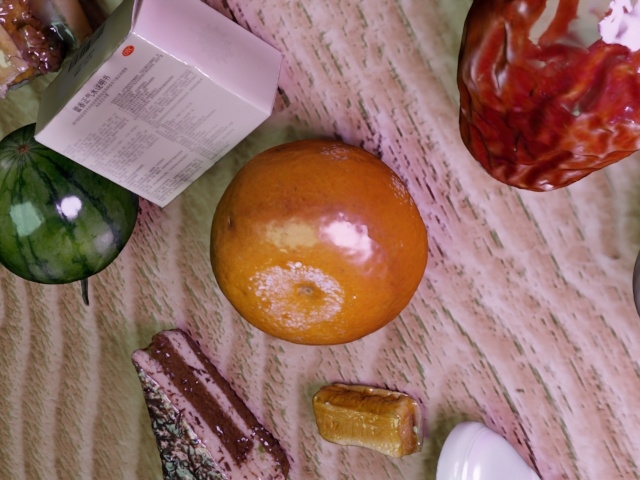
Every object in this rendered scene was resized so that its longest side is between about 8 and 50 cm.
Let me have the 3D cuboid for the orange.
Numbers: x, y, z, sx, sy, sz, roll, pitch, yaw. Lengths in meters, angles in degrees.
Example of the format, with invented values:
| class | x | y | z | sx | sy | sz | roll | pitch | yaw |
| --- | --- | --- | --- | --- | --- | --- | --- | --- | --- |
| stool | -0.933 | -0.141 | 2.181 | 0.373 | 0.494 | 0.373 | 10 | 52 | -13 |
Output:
| class | x | y | z | sx | sy | sz | roll | pitch | yaw |
| --- | --- | --- | --- | --- | --- | --- | --- | --- | --- |
| orange | 0.000 | 0.000 | 1.168 | 0.224 | 0.170 | 0.224 | 9 | 134 | 10 |

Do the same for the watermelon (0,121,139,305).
| class | x | y | z | sx | sy | sz | roll | pitch | yaw |
| --- | --- | --- | --- | --- | --- | --- | --- | --- | --- |
| watermelon | -0.300 | -0.038 | 1.357 | 0.188 | 0.188 | 0.215 | 20 | 152 | 25 |

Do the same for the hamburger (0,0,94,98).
| class | x | y | z | sx | sy | sz | roll | pitch | yaw |
| --- | --- | --- | --- | --- | --- | --- | --- | --- | --- |
| hamburger | -0.392 | -0.234 | 1.322 | 0.282 | 0.155 | 0.245 | 36 | 129 | 18 |

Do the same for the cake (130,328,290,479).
| class | x | y | z | sx | sy | sz | roll | pitch | yaw |
| --- | --- | --- | --- | --- | --- | --- | --- | --- | --- |
| cake | -0.128 | 0.227 | 1.440 | 0.135 | 0.112 | 0.246 | -4 | 107 | 26 |

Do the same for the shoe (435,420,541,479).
| class | x | y | z | sx | sy | sz | roll | pitch | yaw |
| --- | --- | --- | --- | --- | --- | --- | --- | --- | --- |
| shoe | 0.249 | 0.347 | 1.225 | 0.160 | 0.132 | 0.363 | -9 | 115 | 40 |

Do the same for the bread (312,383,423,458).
| class | x | y | z | sx | sy | sz | roll | pitch | yaw |
| --- | --- | --- | --- | --- | --- | --- | --- | --- | --- |
| bread | 0.053 | 0.203 | 1.330 | 0.132 | 0.053 | 0.074 | 3 | 114 | 35 |

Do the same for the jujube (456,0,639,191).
| class | x | y | z | sx | sy | sz | roll | pitch | yaw |
| --- | --- | --- | --- | --- | --- | --- | --- | --- | --- |
| jujube | 0.208 | -0.151 | 0.917 | 0.197 | 0.197 | 0.290 | 42 | 148 | 8 |

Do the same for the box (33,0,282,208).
| class | x | y | z | sx | sy | sz | roll | pitch | yaw |
| --- | --- | --- | --- | --- | --- | --- | --- | --- | --- |
| box | -0.169 | -0.148 | 1.201 | 0.168 | 0.095 | 0.212 | 28 | 139 | -27 |

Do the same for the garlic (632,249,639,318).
| class | x | y | z | sx | sy | sz | roll | pitch | yaw |
| --- | --- | --- | --- | --- | --- | --- | --- | --- | --- |
| garlic | 0.373 | 0.044 | 0.899 | 0.237 | 0.210 | 0.292 | 51 | 143 | 8 |
